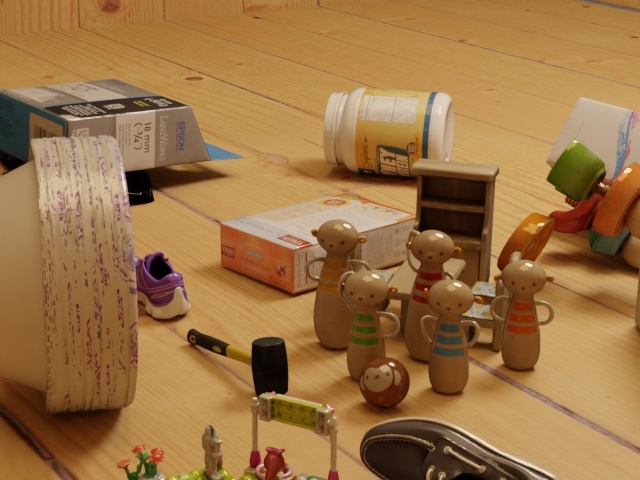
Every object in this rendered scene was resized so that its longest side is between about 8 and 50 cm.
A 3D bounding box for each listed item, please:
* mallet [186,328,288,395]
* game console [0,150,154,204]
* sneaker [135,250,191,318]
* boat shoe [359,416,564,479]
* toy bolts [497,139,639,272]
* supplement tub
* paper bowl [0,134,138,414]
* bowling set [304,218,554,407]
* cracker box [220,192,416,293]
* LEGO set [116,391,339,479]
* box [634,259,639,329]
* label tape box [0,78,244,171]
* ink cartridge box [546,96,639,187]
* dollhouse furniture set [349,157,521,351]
[{"bbox_3d":[-0.097,0.116,1.523,0.039,0.062,0.189,-11,21,-34],"label":"mallet"},{"bbox_3d":[-0.424,-0.115,2.232,0.213,0.044,0.361,-7,20,-26],"label":"game console"},{"bbox_3d":[-0.211,0.041,1.728,0.068,0.071,0.170,-12,22,-33],"label":"sneaker"},{"bbox_3d":[0.120,0.213,1.226,0.206,0.075,0.065,15,20,25],"label":"boat shoe"},{"bbox_3d":[0.366,-0.003,1.812,0.158,0.218,0.228,36,9,19],"label":"toy bolts"},{"bbox_3d":[0.115,-0.180,2.280,0.199,0.144,0.144,5,19,13],"label":"supplement tub"},{"bbox_3d":[-0.274,0.036,1.408,0.148,0.284,0.284,-4,19,-13],"label":"paper bowl"},{"bbox_3d":[0.106,0.081,1.490,0.287,0.154,0.200,4,19,11],"label":"bowling set"},{"bbox_3d":[0.000,0.000,1.865,0.232,0.067,0.155,-14,23,-39],"label":"cracker box"},{"bbox_3d":[-0.082,0.199,1.207,0.287,0.107,0.132,3,19,5],"label":"LEGO set"},{"bbox_3d":[0.551,0.061,1.548,0.345,0.168,0.215,1,18,3],"label":"box"},{"bbox_3d":[-0.324,-0.190,2.236,0.333,0.106,0.240,-11,23,-37],"label":"label tape box"},{"bbox_3d":[0.495,-0.093,1.957,0.201,0.117,0.278,27,-1,-38],"label":"ink cartridge box"},{"bbox_3d":[0.142,0.010,1.692,0.212,0.161,0.242,6,19,16],"label":"dollhouse furniture set"}]
